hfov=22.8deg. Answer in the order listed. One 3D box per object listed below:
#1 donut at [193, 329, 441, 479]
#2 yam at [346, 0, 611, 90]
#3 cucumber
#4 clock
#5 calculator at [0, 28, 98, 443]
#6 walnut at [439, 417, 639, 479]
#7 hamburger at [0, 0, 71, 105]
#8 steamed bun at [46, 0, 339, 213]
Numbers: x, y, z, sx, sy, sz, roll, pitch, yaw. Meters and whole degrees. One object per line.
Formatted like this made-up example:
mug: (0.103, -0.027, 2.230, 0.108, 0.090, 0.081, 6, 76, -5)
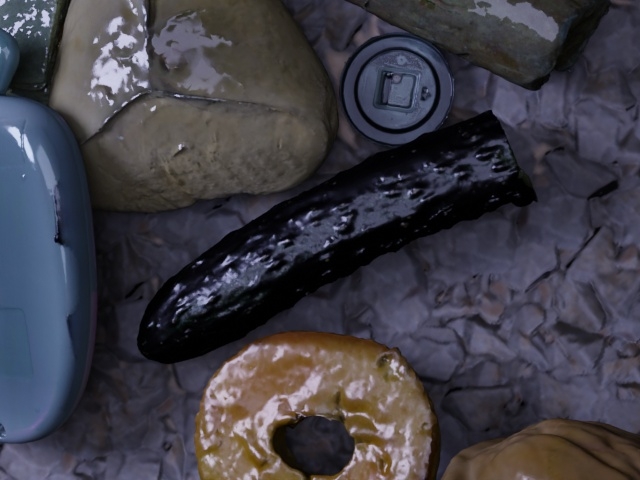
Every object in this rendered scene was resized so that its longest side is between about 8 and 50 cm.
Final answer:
donut: (0.002, 0.143, 1.111, 0.178, 0.065, 0.162, 14, 89, 21)
yam: (0.070, -0.189, 1.110, 0.259, 0.093, 0.093, 27, 92, 8)
cucumber: (0.000, 0.000, 1.121, 0.303, 0.072, 0.081, -24, 86, 7)
clock: (0.055, -0.108, 1.145, 0.085, 0.017, 0.085, 0, 88, 8)
calculator: (-0.236, -0.002, 1.130, 0.185, 0.041, 0.299, 0, 99, 35)
walnut: (0.169, 0.237, 1.020, 0.257, 0.257, 0.224, 42, 126, 7)
hamburger: (-0.228, -0.163, 1.170, 0.084, 0.054, 0.121, 12, 97, 6)
steamed bun: (-0.091, -0.116, 1.122, 0.212, 0.110, 0.231, 14, 93, 8)
